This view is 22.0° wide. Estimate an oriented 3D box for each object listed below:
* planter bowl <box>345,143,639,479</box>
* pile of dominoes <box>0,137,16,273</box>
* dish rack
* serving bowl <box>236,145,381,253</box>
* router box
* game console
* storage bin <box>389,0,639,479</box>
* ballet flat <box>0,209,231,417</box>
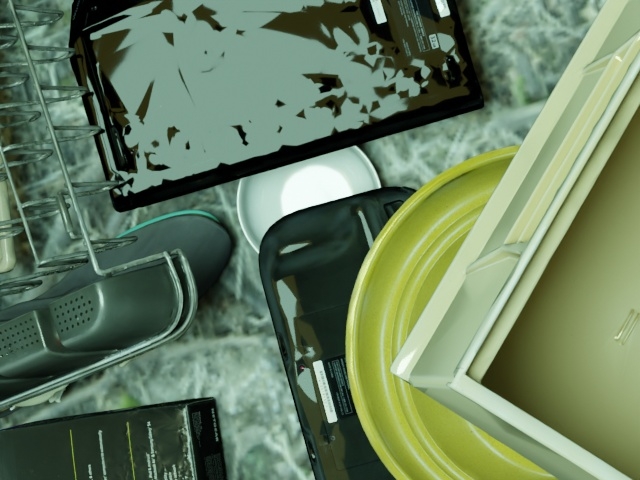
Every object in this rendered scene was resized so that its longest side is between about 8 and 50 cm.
[{"bbox_3d":[0.121,0.058,0.836,0.217,0.090,0.217,0,92,1],"label":"planter bowl"},{"bbox_3d":[-0.261,-0.071,1.032,0.196,0.040,0.251,-12,83,36],"label":"pile of dominoes"},{"bbox_3d":[-0.200,-0.045,0.906,0.208,0.074,0.271,-22,84,31],"label":"dish rack"},{"bbox_3d":[-0.005,-0.022,0.942,0.083,0.027,0.083,0,91,4],"label":"serving bowl"},{"bbox_3d":[-0.117,0.190,0.976,0.133,0.046,0.179,-9,86,20],"label":"router box"},{"bbox_3d":[0.000,0.000,0.908,0.213,0.044,0.361,-15,90,6],"label":"game console"},{"bbox_3d":[0.213,0.023,0.740,0.262,0.123,0.260,33,80,-8],"label":"storage bin"},{"bbox_3d":[-0.137,0.053,0.969,0.203,0.074,0.074,-26,81,21],"label":"ballet flat"}]
